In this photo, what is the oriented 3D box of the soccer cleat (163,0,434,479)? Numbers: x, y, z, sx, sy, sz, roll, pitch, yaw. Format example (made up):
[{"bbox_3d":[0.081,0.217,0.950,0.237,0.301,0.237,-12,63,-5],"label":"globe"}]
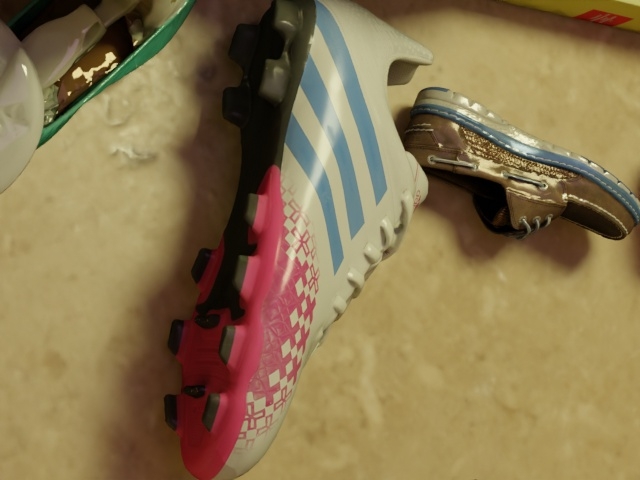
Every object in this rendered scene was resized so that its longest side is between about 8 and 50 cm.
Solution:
[{"bbox_3d":[0.000,0.000,1.193,0.143,0.116,0.331,17,73,-23],"label":"soccer cleat"}]

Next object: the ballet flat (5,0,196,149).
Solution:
[{"bbox_3d":[-0.138,-0.135,1.163,0.083,0.087,0.247,47,64,-12],"label":"ballet flat"}]

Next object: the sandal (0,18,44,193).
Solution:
[{"bbox_3d":[-0.336,-0.167,1.065,0.169,0.102,0.416,-44,95,-10],"label":"sandal"}]

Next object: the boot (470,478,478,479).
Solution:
[{"bbox_3d":[0.037,0.310,1.180,0.236,0.089,0.269,-13,87,-39],"label":"boot"}]

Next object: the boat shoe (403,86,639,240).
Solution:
[{"bbox_3d":[0.136,-0.036,1.304,0.183,0.066,0.066,26,75,-10],"label":"boat shoe"}]

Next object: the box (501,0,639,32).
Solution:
[{"bbox_3d":[0.205,-0.204,1.368,0.232,0.058,0.087,8,78,-26],"label":"box"}]
